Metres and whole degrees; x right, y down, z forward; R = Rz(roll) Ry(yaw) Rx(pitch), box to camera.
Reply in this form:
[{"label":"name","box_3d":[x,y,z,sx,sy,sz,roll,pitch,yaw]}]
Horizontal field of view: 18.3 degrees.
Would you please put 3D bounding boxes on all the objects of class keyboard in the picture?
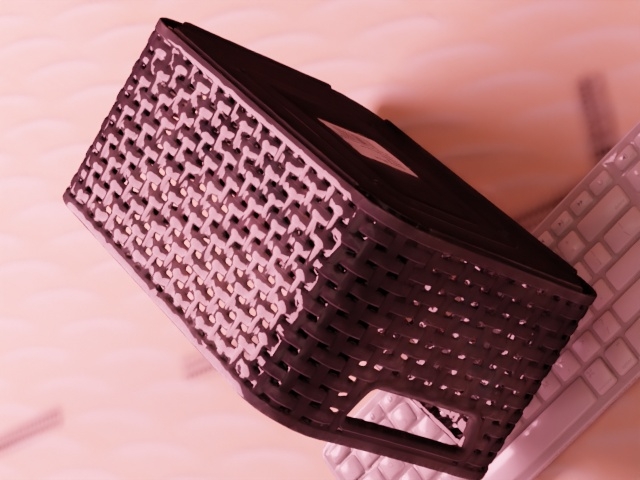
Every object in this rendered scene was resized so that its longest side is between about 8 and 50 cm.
[{"label":"keyboard","box_3d":[0.098,0.025,0.744,0.256,0.014,0.072,-48,54,23]}]

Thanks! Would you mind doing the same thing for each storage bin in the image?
[{"label":"storage bin","box_3d":[0.000,0.000,0.747,0.180,0.122,0.084,44,108,46]}]
